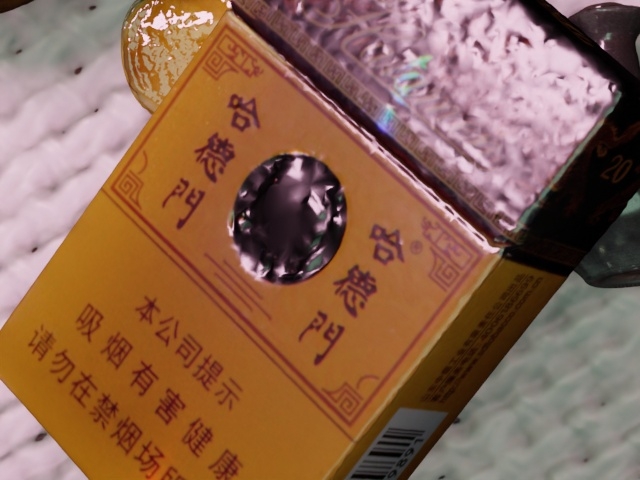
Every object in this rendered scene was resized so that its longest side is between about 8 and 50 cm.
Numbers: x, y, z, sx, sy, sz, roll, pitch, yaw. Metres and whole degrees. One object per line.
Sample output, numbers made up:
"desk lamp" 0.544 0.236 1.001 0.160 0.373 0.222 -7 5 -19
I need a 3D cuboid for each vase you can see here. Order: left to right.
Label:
"vase" 0.194 -0.064 1.279 0.120 0.120 0.183 -8 78 8

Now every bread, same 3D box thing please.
"bread" -0.083 -0.128 1.345 0.110 0.024 0.110 1 96 8

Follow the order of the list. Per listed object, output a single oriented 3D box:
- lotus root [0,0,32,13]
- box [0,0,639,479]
"lotus root" -0.201 -0.246 1.293 0.314 0.141 0.169 -28 94 0
"box" 0.001 0.000 1.244 0.264 0.116 0.415 45 105 28
